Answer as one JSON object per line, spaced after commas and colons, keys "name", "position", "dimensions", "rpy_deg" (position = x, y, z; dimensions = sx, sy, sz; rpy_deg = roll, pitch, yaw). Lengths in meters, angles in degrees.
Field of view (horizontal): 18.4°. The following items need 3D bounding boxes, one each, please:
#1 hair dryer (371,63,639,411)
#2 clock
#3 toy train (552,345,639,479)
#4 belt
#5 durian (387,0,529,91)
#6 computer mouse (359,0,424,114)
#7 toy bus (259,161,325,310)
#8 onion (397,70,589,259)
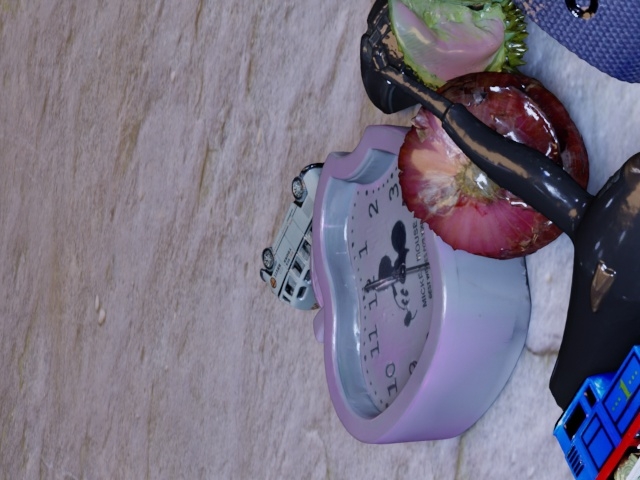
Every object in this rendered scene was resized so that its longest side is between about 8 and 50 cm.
{"name": "hair dryer", "position": [0.178, -0.032, 1.761], "dimensions": [0.359, 0.120, 0.304], "rpy_deg": [40, 143, 19]}
{"name": "clock", "position": [0.094, 0.043, 2.065], "dimensions": [0.338, 0.102, 0.338], "rpy_deg": [-179, 90, -65]}
{"name": "toy train", "position": [0.286, 0.145, 1.682], "dimensions": [0.204, 0.082, 0.131], "rpy_deg": [-64, 35, 39]}
{"name": "belt", "position": [0.232, -0.253, 1.701], "dimensions": [0.230, 0.139, 0.126], "rpy_deg": [48, 129, 21]}
{"name": "durian", "position": [0.153, -0.211, 1.969], "dimensions": [0.220, 0.095, 0.137], "rpy_deg": [32, 134, 60]}
{"name": "computer mouse", "position": [0.084, -0.219, 2.142], "dimensions": [0.106, 0.062, 0.192], "rpy_deg": [-114, 34, -41]}
{"name": "toy bus", "position": [0.000, 0.000, 2.281], "dimensions": [0.089, 0.087, 0.194], "rpy_deg": [57, 138, 35]}
{"name": "onion", "position": [0.167, -0.070, 1.879], "dimensions": [0.147, 0.184, 0.184], "rpy_deg": [1, -90, -74]}
